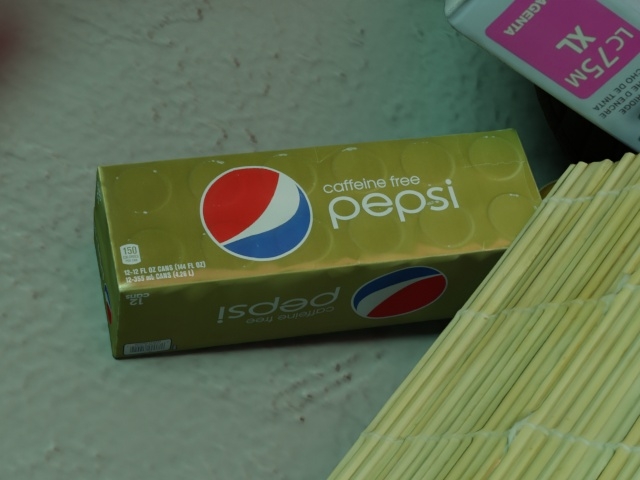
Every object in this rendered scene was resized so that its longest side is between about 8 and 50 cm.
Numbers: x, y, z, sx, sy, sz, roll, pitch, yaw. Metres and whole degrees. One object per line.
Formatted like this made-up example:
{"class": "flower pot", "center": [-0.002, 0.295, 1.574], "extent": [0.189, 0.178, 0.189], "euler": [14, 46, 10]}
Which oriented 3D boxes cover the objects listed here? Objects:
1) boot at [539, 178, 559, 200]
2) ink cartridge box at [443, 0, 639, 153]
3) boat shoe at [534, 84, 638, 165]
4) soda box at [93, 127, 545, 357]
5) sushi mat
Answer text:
{"class": "boot", "center": [0.170, 0.049, 0.549], "extent": [0.104, 0.211, 0.295], "euler": [3, 56, -18]}
{"class": "ink cartridge box", "center": [0.192, -0.088, 0.668], "extent": [0.311, 0.065, 0.185], "euler": [32, 38, -23]}
{"class": "boat shoe", "center": [0.181, -0.037, 0.712], "extent": [0.072, 0.068, 0.190], "euler": [-29, 78, -47]}
{"class": "soda box", "center": [0.000, 0.000, 0.605], "extent": [0.181, 0.058, 0.061], "euler": [-6, 59, -15]}
{"class": "sushi mat", "center": [0.066, 0.069, 0.471], "extent": [0.316, 0.151, 0.019], "euler": [-48, 116, -29]}
